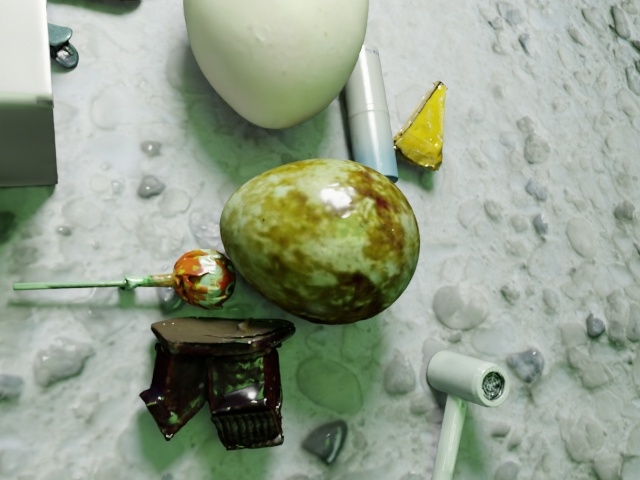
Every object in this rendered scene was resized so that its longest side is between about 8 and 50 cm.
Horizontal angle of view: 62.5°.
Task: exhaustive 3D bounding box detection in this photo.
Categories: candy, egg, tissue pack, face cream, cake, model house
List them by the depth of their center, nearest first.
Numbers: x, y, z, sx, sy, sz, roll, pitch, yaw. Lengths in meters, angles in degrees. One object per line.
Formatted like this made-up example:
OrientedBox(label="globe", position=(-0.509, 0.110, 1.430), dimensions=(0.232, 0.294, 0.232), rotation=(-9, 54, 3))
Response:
OrientedBox(label="tissue pack", position=(-0.393, -0.175, 0.629), dimensions=(0.135, 0.246, 0.160), rotation=(-4, 76, -26))
OrientedBox(label="model house", position=(-0.139, 0.195, 0.722), dimensions=(0.203, 0.141, 0.164), rotation=(3, 96, -2))
OrientedBox(label="candy", position=(-0.258, 0.060, 0.723), dimensions=(0.287, 0.078, 0.084), rotation=(-2, 59, -21))
OrientedBox(label="egg", position=(0.000, 0.000, 0.760), dimensions=(0.289, 0.238, 0.238), rotation=(6, 72, -12))
OrientedBox(label="egg", position=(-0.066, -0.343, 0.806), dimensions=(0.282, 0.283, 0.345), rotation=(2, 76, -23))
OrientedBox(label="face cream", position=(0.086, -0.221, 0.950), dimensions=(0.077, 0.077, 0.250), rotation=(-1, 76, -24))
OrientedBox(label="cake", position=(0.176, -0.221, 0.995), dimensions=(0.116, 0.079, 0.185), rotation=(8, 81, -24))

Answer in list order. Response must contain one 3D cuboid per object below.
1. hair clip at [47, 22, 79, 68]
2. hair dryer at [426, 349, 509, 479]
OrientedBox(label="hair clip", position=(-0.459, -0.331, 0.760), dimensions=(0.229, 0.070, 0.039), rotation=(30, 69, -6))
OrientedBox(label="hair dryer", position=(0.214, 0.301, 0.842), dimensions=(0.073, 0.131, 0.237), rotation=(20, 82, -21))
